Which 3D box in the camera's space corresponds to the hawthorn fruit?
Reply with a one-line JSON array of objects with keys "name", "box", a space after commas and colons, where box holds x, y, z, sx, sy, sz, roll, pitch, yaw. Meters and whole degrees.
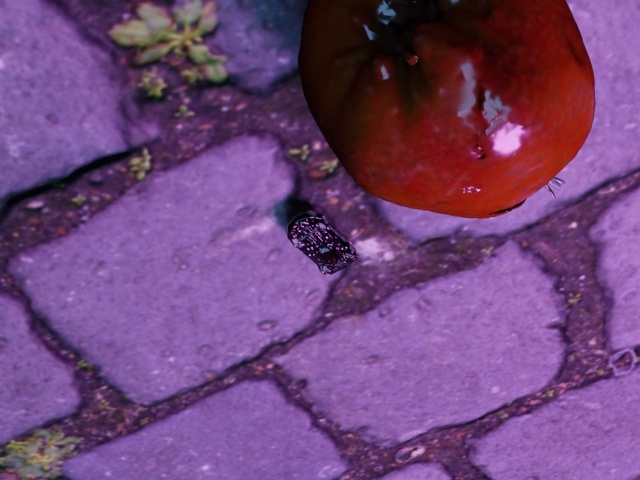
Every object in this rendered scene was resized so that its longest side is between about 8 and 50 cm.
[{"name": "hawthorn fruit", "box": [0.116, -0.109, 0.742, 0.211, 0.211, 0.299, -38, 140, 19]}]

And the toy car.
[{"name": "toy car", "box": [0.000, 0.000, 0.916, 0.041, 0.025, 0.093, -32, 133, 13]}]
